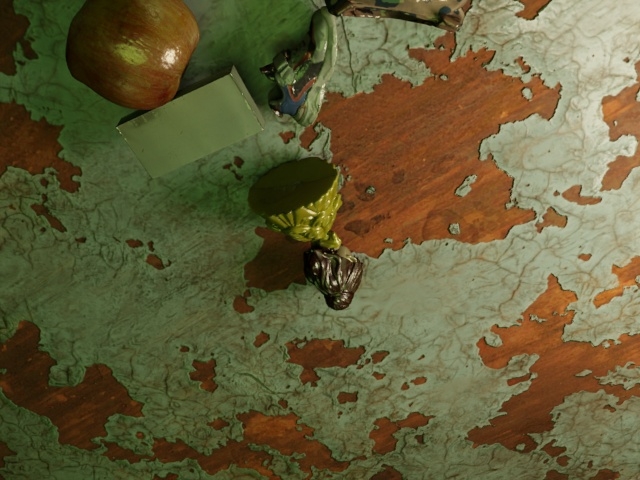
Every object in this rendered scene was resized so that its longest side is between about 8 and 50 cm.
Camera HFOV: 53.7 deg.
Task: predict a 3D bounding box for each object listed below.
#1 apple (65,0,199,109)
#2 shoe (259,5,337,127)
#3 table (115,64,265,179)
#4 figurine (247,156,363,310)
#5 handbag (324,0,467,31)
[{"bbox_3d":[-0.309,-0.327,1.054,0.188,0.211,0.211,28,120,-15],"label":"apple"},{"bbox_3d":[-0.044,-0.314,1.127,0.126,0.099,0.227,10,128,-10],"label":"shoe"},{"bbox_3d":[-0.235,-0.230,1.179,0.240,0.111,0.121,-21,121,14],"label":"table"},{"bbox_3d":[0.000,-0.003,1.329,0.187,0.168,0.315,-25,130,4],"label":"figurine"},{"bbox_3d":[0.129,-0.431,0.991,0.252,0.193,0.190,7,128,-3],"label":"handbag"}]
